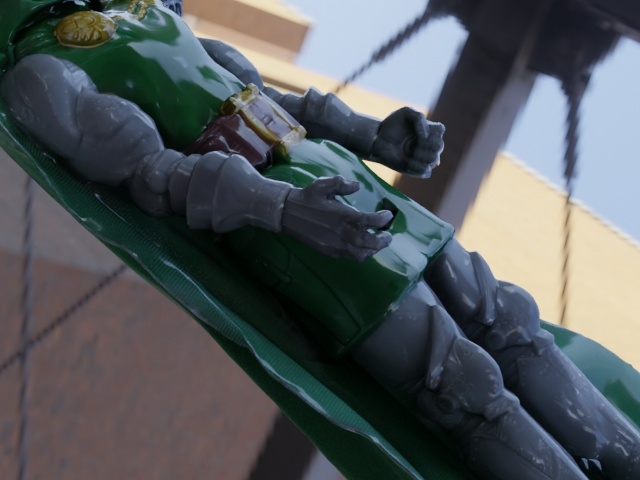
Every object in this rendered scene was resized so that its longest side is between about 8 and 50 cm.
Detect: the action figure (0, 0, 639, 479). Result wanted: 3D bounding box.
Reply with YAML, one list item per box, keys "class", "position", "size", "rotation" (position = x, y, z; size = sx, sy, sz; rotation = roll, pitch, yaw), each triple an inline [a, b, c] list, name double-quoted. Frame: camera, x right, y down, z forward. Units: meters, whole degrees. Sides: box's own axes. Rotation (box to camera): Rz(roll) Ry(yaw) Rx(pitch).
- class: "action figure"
  position: [0.000, 0.000, 0.417]
  size: [0.232, 0.137, 0.063]
  rotation: [38, -66, 2]

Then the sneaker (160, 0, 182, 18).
- class: "sneaker"
  position: [-0.145, -0.135, 0.903]
  size: [0.097, 0.234, 0.084]
  rotation: [-2, -99, 13]
